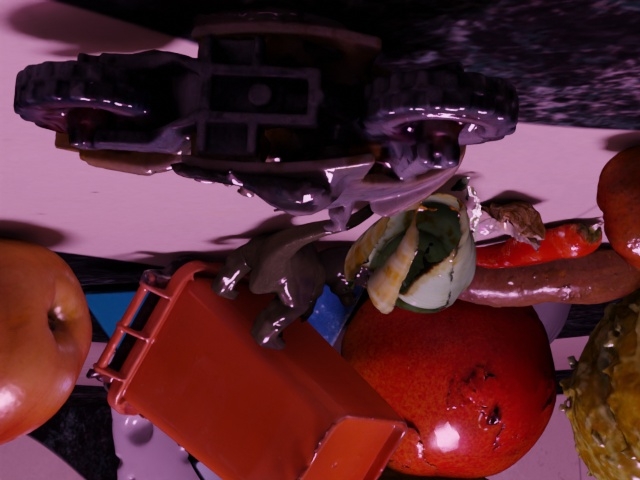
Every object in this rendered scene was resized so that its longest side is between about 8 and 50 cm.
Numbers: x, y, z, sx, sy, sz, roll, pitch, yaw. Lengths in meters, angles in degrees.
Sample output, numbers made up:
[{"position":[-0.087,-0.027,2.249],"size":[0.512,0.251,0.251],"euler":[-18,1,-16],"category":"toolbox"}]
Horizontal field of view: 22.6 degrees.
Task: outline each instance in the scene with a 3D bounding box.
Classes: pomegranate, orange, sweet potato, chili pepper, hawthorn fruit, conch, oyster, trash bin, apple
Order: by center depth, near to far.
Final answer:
[{"position":[0.223,-0.027,1.011],"size":[0.093,0.081,0.081],"euler":[-15,167,18],"category":"hawthorn fruit"},{"position":[0.064,0.006,1.156],"size":[0.105,0.079,0.170],"euler":[-25,163,-9],"category":"conch"},{"position":[0.144,-0.014,1.201],"size":[0.051,0.034,0.093],"euler":[17,177,-15],"category":"oyster"},{"position":[-0.267,0.077,1.253],"size":[0.199,0.199,0.199],"euler":[-2,170,0],"category":"apple"},{"position":[0.171,0.008,1.342],"size":[0.045,0.027,0.178],"euler":[5,170,-41],"category":"chili pepper"},{"position":[-0.061,0.133,1.379],"size":[0.238,0.161,0.184],"euler":[39,-165,36],"category":"trash bin"},{"position":[0.194,0.033,1.423],"size":[0.218,0.051,0.065],"euler":[-2,173,-1],"category":"sweet potato"},{"position":[0.371,0.126,1.494],"size":[0.300,0.223,0.301],"euler":[-20,167,7],"category":"orange"},{"position":[0.112,0.130,1.526],"size":[0.210,0.210,0.235],"euler":[4,165,-33],"category":"pomegranate"}]

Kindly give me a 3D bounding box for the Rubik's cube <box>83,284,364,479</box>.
[{"position":[-0.116,0.092,1.656],"size":[0.250,0.284,0.234],"euler":[23,-168,-1],"category":"Rubik's cube"}]

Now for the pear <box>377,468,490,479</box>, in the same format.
[{"position":[0.063,0.367,1.583],"size":[0.348,0.348,0.348],"euler":[-2,170,0],"category":"pear"}]

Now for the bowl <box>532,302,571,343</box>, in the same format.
[{"position":[0.183,0.097,1.706],"size":[0.189,0.086,0.189],"euler":[-3,171,0],"category":"bowl"}]

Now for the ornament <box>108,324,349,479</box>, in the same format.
[{"position":[-0.081,0.231,1.887],"size":[0.239,0.239,0.240],"euler":[-8,178,26],"category":"ornament"}]

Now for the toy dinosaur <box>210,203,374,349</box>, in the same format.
[{"position":[0.000,0.000,1.299],"size":[0.179,0.087,0.187],"euler":[-50,163,26],"category":"toy dinosaur"}]

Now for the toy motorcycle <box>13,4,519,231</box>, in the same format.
[{"position":[-0.023,-0.052,0.754],"size":[0.229,0.094,0.130],"euler":[2,172,5],"category":"toy motorcycle"}]
